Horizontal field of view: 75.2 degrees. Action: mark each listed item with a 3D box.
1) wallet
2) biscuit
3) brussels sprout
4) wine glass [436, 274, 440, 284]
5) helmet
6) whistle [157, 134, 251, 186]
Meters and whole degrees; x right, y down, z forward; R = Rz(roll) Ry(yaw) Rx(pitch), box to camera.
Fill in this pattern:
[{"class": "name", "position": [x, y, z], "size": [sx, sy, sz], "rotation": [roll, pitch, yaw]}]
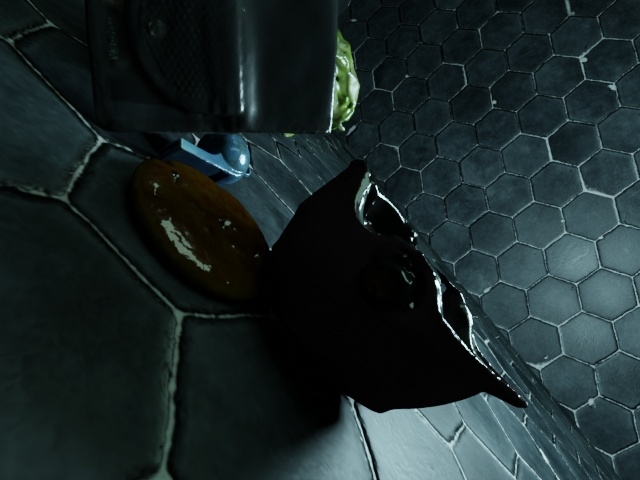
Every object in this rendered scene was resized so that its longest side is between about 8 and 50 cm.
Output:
[{"class": "wallet", "position": [-0.120, -0.263, 0.535], "size": [0.322, 0.247, 0.041], "rotation": [-7, 21, -27]}, {"class": "biscuit", "position": [-0.134, -0.017, 0.502], "size": [0.212, 0.036, 0.212], "rotation": [44, 17, -17]}, {"class": "brussels sprout", "position": [-0.094, -0.523, 1.247], "size": [0.425, 0.342, 0.361], "rotation": [35, 18, -47]}, {"class": "wine glass", "position": [0.312, 0.123, 1.279], "size": [0.079, 0.079, 0.195], "rotation": [55, 16, 22]}, {"class": "helmet", "position": [0.061, 0.078, 0.506], "size": [0.271, 0.197, 0.339], "rotation": [35, 25, -60]}, {"class": "whistle", "position": [-0.159, -0.129, 0.614], "size": [0.157, 0.090, 0.090], "rotation": [25, 28, -52]}]
